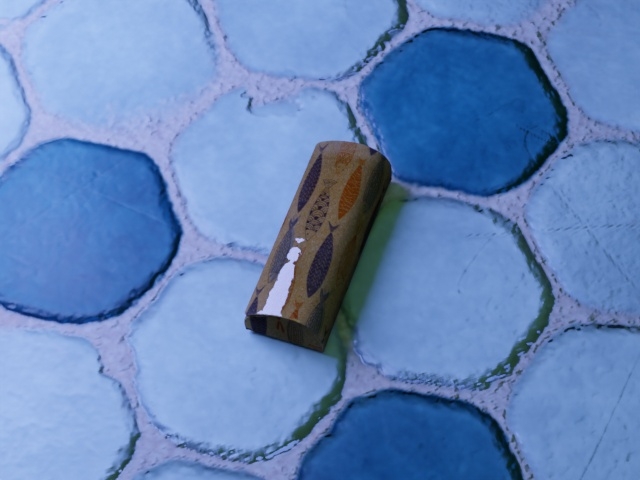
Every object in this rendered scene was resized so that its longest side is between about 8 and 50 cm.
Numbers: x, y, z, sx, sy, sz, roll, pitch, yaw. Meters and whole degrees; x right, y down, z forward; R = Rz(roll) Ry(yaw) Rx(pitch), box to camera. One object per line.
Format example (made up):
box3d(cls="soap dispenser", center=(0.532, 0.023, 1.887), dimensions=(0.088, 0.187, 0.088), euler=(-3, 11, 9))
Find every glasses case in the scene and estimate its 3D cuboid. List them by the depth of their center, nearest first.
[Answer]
box3d(cls="glasses case", center=(0.000, 0.000, 1.298), dimensions=(0.064, 0.041, 0.170), euler=(16, 60, 11))
